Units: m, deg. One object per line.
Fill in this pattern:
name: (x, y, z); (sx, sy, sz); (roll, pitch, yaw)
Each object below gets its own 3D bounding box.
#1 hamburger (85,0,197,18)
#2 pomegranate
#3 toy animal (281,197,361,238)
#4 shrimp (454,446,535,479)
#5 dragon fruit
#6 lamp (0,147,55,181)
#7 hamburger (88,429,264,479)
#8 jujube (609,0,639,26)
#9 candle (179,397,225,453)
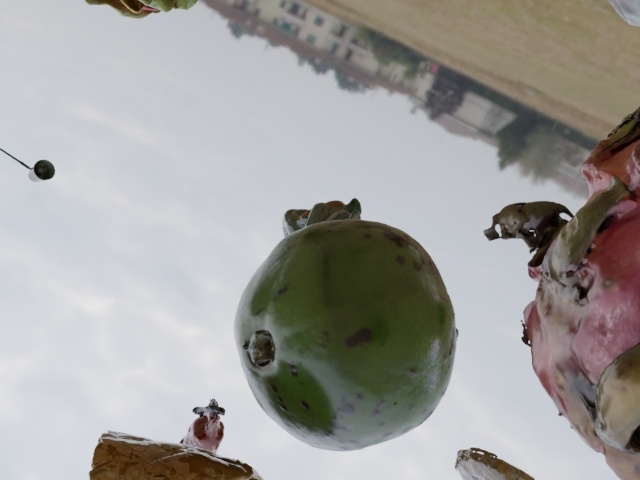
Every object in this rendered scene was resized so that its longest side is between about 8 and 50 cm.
hamburger: (-0.283, -0.478, 1.217); (0.212, 0.274, 0.274); (4, 176, 42)
pomegranate: (0.042, 0.099, 0.880); (0.270, 0.254, 0.254); (-9, -149, -27)
toy animal: (-0.003, 0.001, 1.186); (0.251, 0.127, 0.125); (16, 134, 60)
shrimp: (0.299, 0.415, 1.243); (0.253, 0.058, 0.173); (51, 151, -13)
dragon fruit: (0.205, 0.024, 0.400); (0.211, 0.147, 0.282); (-16, -132, -33)
lamp: (-0.455, -0.128, 1.190); (0.121, 0.041, 0.054); (43, 147, -24)
hamburger: (-0.134, 0.300, 0.816); (0.209, 0.162, 0.330); (12, 153, -9)
jujube: (0.464, -0.419, 1.003); (0.215, 0.308, 0.246); (29, -168, 25)
candle: (-0.183, 0.302, 1.132); (0.059, 0.301, 0.084); (40, -131, 10)
